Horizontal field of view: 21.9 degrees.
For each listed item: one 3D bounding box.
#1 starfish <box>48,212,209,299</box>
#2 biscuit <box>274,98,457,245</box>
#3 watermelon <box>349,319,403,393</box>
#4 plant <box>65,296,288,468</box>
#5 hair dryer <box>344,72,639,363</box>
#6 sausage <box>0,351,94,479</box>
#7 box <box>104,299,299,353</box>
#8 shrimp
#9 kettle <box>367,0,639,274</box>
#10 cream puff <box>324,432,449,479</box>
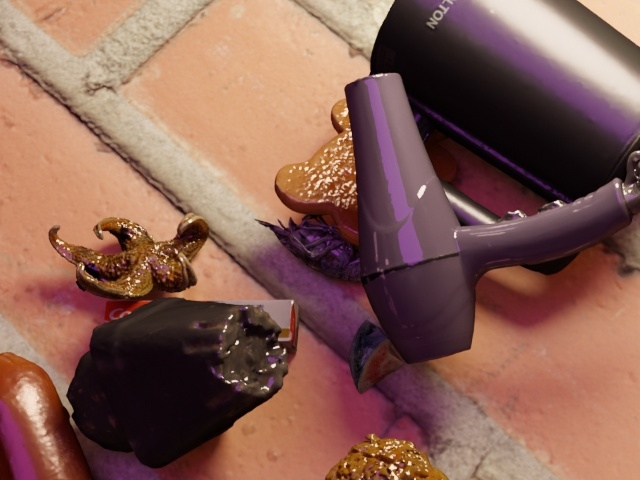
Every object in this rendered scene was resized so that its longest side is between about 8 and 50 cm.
[{"bbox_3d":[-0.218,0.020,1.853,0.190,0.074,0.146,1,36,13],"label":"starfish"},{"bbox_3d":[0.073,-0.097,1.869,0.165,0.036,0.250,31,60,16],"label":"biscuit"},{"bbox_3d":[0.064,0.120,1.775,0.061,0.085,0.085,16,64,-19],"label":"watermelon"},{"bbox_3d":[-0.152,0.143,1.734,0.256,0.142,0.164,-18,97,36],"label":"plant"},{"bbox_3d":[0.200,-0.051,1.690,0.361,0.121,0.301,-14,86,19],"label":"hair dryer"},{"bbox_3d":[-0.281,0.279,1.736,0.097,0.094,0.348,-17,71,-23],"label":"sausage"},{"bbox_3d":[-0.133,0.095,1.836,0.218,0.039,0.055,0,65,12],"label":"box"},{"bbox_3d":[0.000,0.000,1.847,0.165,0.056,0.065,26,87,12],"label":"shrimp"},{"bbox_3d":[0.213,-0.156,1.780,0.308,0.203,0.262,38,60,18],"label":"kettle"},{"bbox_3d":[0.060,0.275,1.664,0.150,0.115,0.165,-4,65,7],"label":"cream puff"}]
